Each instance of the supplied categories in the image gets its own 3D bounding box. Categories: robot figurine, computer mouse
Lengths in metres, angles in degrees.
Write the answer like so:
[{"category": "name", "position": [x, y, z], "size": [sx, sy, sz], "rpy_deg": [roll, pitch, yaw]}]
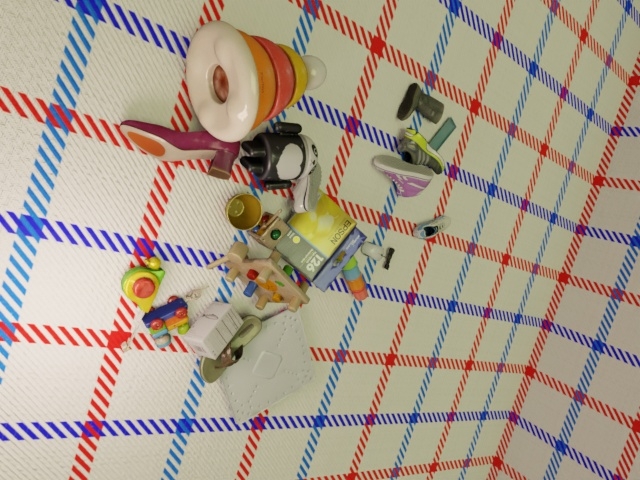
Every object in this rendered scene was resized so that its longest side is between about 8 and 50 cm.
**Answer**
[{"category": "robot figurine", "position": [-0.143, -0.300, 1.659], "size": [0.279, 0.209, 0.173], "rpy_deg": [-6, 72, -32]}, {"category": "computer mouse", "position": [0.266, 0.063, 2.118], "size": [0.193, 0.042, 0.105], "rpy_deg": [22, 92, -36]}]

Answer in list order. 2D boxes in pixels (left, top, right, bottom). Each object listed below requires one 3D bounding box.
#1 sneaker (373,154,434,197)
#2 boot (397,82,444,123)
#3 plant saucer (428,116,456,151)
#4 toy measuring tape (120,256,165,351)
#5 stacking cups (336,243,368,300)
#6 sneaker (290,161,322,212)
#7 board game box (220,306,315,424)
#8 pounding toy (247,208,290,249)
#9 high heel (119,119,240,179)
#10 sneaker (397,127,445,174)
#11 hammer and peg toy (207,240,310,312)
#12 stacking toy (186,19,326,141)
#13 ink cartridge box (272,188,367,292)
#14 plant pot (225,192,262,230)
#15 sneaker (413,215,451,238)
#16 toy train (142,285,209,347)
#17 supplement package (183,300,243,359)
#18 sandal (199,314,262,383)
[{"category": "sneaker", "position": [0.342, -0.268, 2.041], "size": [0.283, 0.102, 0.161], "rpy_deg": [17, 132, -14]}, {"category": "boot", "position": [0.448, -0.573, 2.049], "size": [0.209, 0.076, 0.189], "rpy_deg": [27, 90, -43]}, {"category": "plant saucer", "position": [0.569, -0.491, 2.176], "size": [0.192, 0.018, 0.067], "rpy_deg": [-51, 124, -12]}, {"category": "toy measuring tape", "position": [-0.622, 0.201, 1.526], "size": [0.122, 0.121, 0.329], "rpy_deg": [25, 89, -36]}, {"category": "stacking cups", "position": [0.140, 0.129, 2.025], "size": [0.096, 0.096, 0.316], "rpy_deg": [-39, 123, -19]}, {"category": "sneaker", "position": [-0.059, -0.215, 1.788], "size": [0.090, 0.095, 0.234], "rpy_deg": [40, 54, -46]}, {"category": "board game box", "position": [-0.228, 0.507, 1.913], "size": [0.390, 0.050, 0.389], "rpy_deg": [-23, 115, -26]}, {"category": "pounding toy", "position": [-0.189, -0.051, 1.722], "size": [0.130, 0.141, 0.100], "rpy_deg": [-51, 124, -11]}, {"category": "high heel", "position": [-0.448, -0.343, 1.516], "size": [0.378, 0.127, 0.181], "rpy_deg": [23, 62, -32]}, {"category": "sneaker", "position": [0.448, -0.381, 2.090], "size": [0.300, 0.111, 0.121], "rpy_deg": [35, 100, -34]}, {"category": "hammer and peg toy", "position": [-0.230, 0.118, 1.690], "size": [0.361, 0.266, 0.127], "rpy_deg": [50, 53, -32]}, {"category": "stacking toy", "position": [-0.161, -0.528, 1.527], "size": [0.480, 0.351, 0.350], "rpy_deg": [-21, 115, -40]}, {"category": "ink cartridge box", "position": [0.000, 0.000, 1.845], "size": [0.307, 0.072, 0.303], "rpy_deg": [40, 78, -9]}, {"category": "plant pot", "position": [-0.290, -0.111, 1.666], "size": [0.134, 0.095, 0.134], "rpy_deg": [-10, 109, -31]}, {"category": "sneaker", "position": [0.558, -0.059, 2.253], "size": [0.237, 0.086, 0.085], "rpy_deg": [-21, 112, -29]}, {"category": "toy train", "position": [-0.492, 0.273, 1.646], "size": [0.248, 0.105, 0.143], "rpy_deg": [-25, 126, -26]}, {"category": "supplement package", "position": [-0.386, 0.323, 1.682], "size": [0.179, 0.105, 0.105], "rpy_deg": [-54, 133, -38]}, {"category": "sandal", "position": [-0.334, 0.403, 1.730], "size": [0.302, 0.086, 0.120], "rpy_deg": [-48, 123, -13]}]
